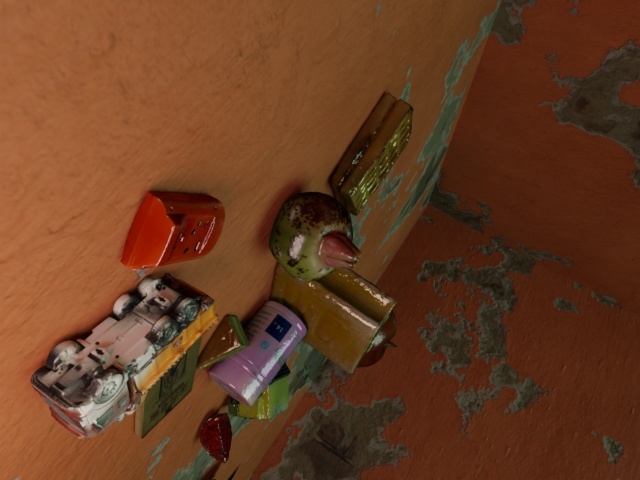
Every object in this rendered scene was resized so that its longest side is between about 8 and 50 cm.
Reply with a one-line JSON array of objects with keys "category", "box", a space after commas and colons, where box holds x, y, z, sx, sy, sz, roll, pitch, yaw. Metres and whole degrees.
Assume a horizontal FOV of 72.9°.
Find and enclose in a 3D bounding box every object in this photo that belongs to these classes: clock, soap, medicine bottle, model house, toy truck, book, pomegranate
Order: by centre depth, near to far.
[{"category": "clock", "box": [-0.211, -0.012, 0.659, 0.113, 0.061, 0.155, -64, 166, 13]}, {"category": "toy truck", "box": [-0.283, 0.161, 0.668, 0.270, 0.114, 0.135, -47, 156, -44]}, {"category": "book", "box": [-0.330, 0.309, 0.938, 0.161, 0.026, 0.230, -40, 156, -50]}, {"category": "pomegranate", "box": [0.000, 0.000, 0.995, 0.214, 0.248, 0.214, -16, 118, -34]}, {"category": "medicine bottle", "box": [-0.169, 0.308, 1.196, 0.254, 0.152, 0.152, -51, 162, -29]}, {"category": "soap", "box": [0.021, 0.196, 1.270, 0.156, 0.335, 0.293, -44, 162, -42]}, {"category": "model house", "box": [-0.212, 0.483, 1.488, 0.194, 0.170, 0.211, 16, 76, -67]}]

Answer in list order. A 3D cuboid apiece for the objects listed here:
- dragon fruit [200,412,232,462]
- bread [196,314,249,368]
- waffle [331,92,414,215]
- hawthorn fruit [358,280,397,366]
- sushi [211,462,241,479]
[{"category": "dragon fruit", "box": [-0.332, 0.613, 1.384, 0.106, 0.083, 0.162, -72, 152, -71]}, {"category": "bread", "box": [-0.261, 0.255, 1.079, 0.139, 0.084, 0.074, -29, 165, 5]}, {"category": "waffle", "box": [0.152, -0.245, 1.289, 0.327, 0.098, 0.224, -55, 163, -6]}, {"category": "hawthorn fruit", "box": [0.170, 0.378, 1.949, 0.402, 0.403, 0.402, -52, 163, -24]}, {"category": "sushi", "box": [-0.489, 1.043, 1.697, 0.296, 0.100, 0.373, -52, 176, 9]}]
